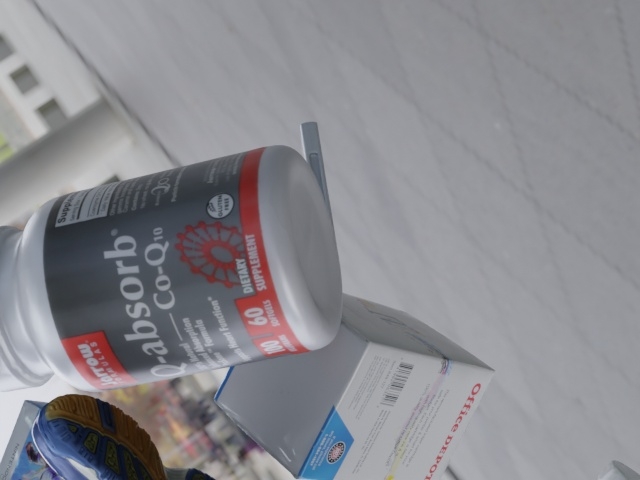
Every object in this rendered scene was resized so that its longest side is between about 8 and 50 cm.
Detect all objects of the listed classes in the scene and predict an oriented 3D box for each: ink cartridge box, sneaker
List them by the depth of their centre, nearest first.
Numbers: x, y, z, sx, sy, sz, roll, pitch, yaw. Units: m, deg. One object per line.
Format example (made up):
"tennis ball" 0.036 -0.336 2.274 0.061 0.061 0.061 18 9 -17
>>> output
"sneaker" -0.203 0.262 1.342 0.296 0.131 0.111 48 -160 -41
"ink cartridge box" 0.041 0.166 1.526 0.233 0.171 0.168 19 -169 -46

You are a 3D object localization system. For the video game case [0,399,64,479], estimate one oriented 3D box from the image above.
"video game case" -0.389 0.404 2.043 0.270 0.244 0.061 23 -177 36

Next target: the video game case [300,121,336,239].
"video game case" 0.000 0.000 1.714 0.227 0.026 0.206 86 176 -52

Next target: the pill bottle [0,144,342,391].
"pill bottle" -0.176 0.040 1.381 0.210 0.363 0.210 -13 -90 -76

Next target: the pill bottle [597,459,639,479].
"pill bottle" 0.362 0.446 1.840 0.162 0.278 0.162 37 -172 -6
